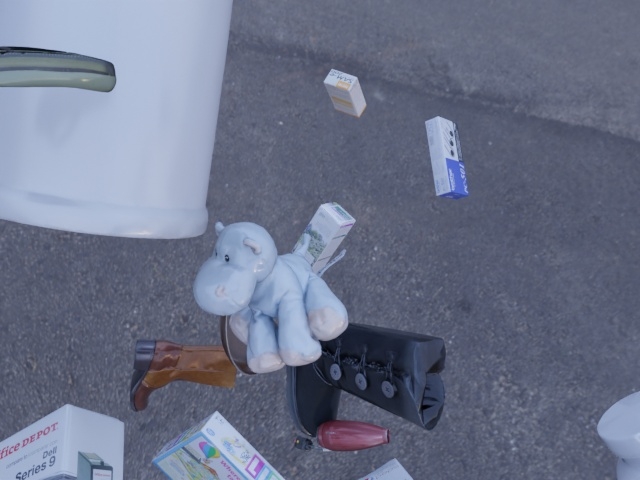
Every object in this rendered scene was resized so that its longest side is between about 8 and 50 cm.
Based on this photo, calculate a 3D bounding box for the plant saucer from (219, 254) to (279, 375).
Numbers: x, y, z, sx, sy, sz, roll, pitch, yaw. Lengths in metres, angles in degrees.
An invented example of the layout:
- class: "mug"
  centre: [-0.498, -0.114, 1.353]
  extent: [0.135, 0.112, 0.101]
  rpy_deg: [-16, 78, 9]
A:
- class: "plant saucer"
  centre: [-0.164, 0.176, 1.419]
  extent: [0.050, 0.310, 0.310]
  rpy_deg: [4, 46, 23]

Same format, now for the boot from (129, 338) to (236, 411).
- class: "boot"
  centre: [-0.379, 0.382, 1.601]
  extent: [0.281, 0.263, 0.096]
  rpy_deg: [7, 25, -17]

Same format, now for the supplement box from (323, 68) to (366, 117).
- class: "supplement box"
  centre: [0.052, -0.301, 1.180]
  extent: [0.062, 0.098, 0.036]
  rpy_deg: [26, 78, 23]

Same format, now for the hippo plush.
- class: "hippo plush"
  centre: [-0.087, 0.078, 1.033]
  extent: [0.234, 0.236, 0.294]
  rpy_deg: [23, 73, 43]

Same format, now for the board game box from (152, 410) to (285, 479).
- class: "board game box"
  centre: [-0.077, 0.240, 0.543]
  extent: [0.154, 0.103, 0.026]
  rpy_deg: [47, 39, -4]

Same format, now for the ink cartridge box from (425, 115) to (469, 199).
- class: "ink cartridge box"
  centre: [0.336, -0.217, 1.522]
  extent: [0.097, 0.046, 0.206]
  rpy_deg: [5, 75, -46]

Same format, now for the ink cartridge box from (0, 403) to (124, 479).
- class: "ink cartridge box"
  centre: [-0.414, 0.427, 0.859]
  extent: [0.121, 0.211, 0.289]
  rpy_deg: [43, 23, -45]

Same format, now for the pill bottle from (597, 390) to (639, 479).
- class: "pill bottle"
  centre: [0.344, 0.232, 0.525]
  extent: [0.103, 0.103, 0.184]
  rpy_deg: [-34, 86, -36]

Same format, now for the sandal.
- class: "sandal"
  centre: [-0.346, -0.136, 0.522]
  extent: [0.303, 0.086, 0.120]
  rpy_deg: [-2, 24, -18]

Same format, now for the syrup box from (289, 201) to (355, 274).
- class: "syrup box"
  centre: [0.000, 0.000, 1.806]
  extent: [0.093, 0.236, 0.096]
  rpy_deg: [44, 29, 20]

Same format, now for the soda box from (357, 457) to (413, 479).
- class: "soda box"
  centre: [0.083, 0.267, 0.387]
  extent: [0.069, 0.074, 0.216]
  rpy_deg: [-28, 89, -8]

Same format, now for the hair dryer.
- class: "hair dryer"
  centre: [0.083, 0.528, 1.555]
  extent: [0.224, 0.294, 0.080]
  rpy_deg: [9, 69, -29]

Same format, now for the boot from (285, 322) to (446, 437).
- class: "boot"
  centre: [0.109, 0.376, 1.425]
  extent: [0.146, 0.446, 0.366]
  rpy_deg: [-24, 109, -44]

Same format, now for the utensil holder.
- class: "utensil holder"
  centre: [-0.301, -0.222, 0.822]
  extent: [0.328, 0.327, 0.385]
  rpy_deg: [8, 97, -16]
